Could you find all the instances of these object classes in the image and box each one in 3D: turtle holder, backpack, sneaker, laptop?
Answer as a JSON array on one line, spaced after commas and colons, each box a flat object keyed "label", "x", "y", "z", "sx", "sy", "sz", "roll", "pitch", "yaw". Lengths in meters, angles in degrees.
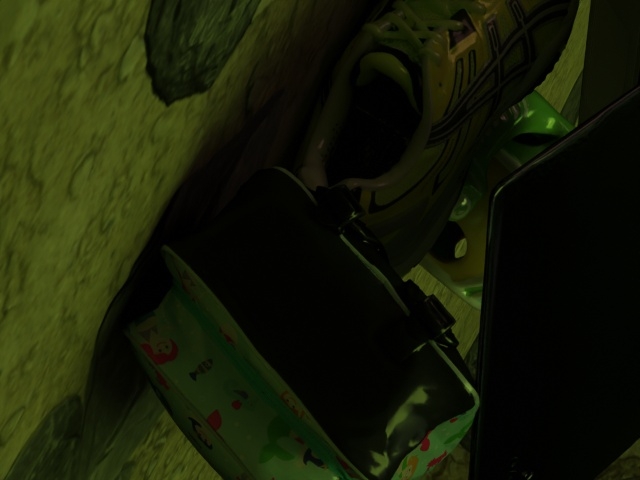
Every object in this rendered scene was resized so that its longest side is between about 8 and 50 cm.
[{"label": "turtle holder", "x": 0.188, "y": -0.047, "z": 1.736, "sx": 0.227, "sy": 0.243, "sz": 0.320, "roll": -50, "pitch": -171, "yaw": 4}, {"label": "backpack", "x": -0.007, "y": 0.086, "z": 1.215, "sx": 0.191, "sy": 0.225, "sz": 0.253, "roll": -41, "pitch": 169, "yaw": -1}, {"label": "sneaker", "x": 0.098, "y": -0.148, "z": 1.369, "sx": 0.384, "sy": 0.145, "sz": 0.147, "roll": -66, "pitch": 164, "yaw": -9}, {"label": "laptop", "x": 0.172, "y": -0.023, "z": 1.363, "sx": 0.408, "sy": 0.236, "sz": 0.382, "roll": -109, "pitch": -165, "yaw": -49}]
